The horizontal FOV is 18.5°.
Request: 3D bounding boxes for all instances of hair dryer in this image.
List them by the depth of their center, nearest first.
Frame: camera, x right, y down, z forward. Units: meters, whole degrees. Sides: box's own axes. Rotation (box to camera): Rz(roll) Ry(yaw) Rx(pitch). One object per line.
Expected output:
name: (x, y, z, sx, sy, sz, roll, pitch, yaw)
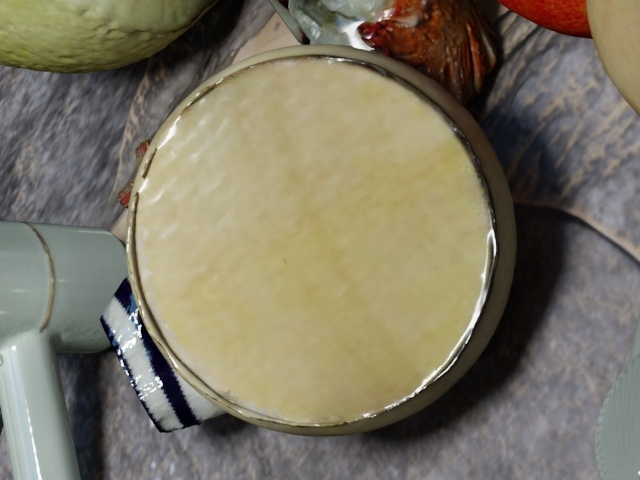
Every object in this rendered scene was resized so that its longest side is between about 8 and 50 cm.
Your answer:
hair dryer: (-0.213, 0.156, 1.551, 0.107, 0.173, 0.357, -28, 67, 43)

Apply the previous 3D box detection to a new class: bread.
bread: (-0.209, -0.292, 1.666, 0.237, 0.320, 0.321, -1, 66, 30)

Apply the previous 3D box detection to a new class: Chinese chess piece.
Chinese chess piece: (0.000, 0.000, 1.289, 0.257, 0.257, 0.104, -59, -6, 4)

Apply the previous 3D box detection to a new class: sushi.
sushi: (0.025, -0.187, 1.472, 0.130, 0.124, 0.332, -43, 36, 0)

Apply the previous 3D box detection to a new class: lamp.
lamp: (-0.132, -0.050, 1.651, 0.083, 0.031, 0.063, 16, 82, 49)

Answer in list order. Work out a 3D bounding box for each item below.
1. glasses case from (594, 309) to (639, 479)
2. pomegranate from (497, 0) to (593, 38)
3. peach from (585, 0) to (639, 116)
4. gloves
glasses case: (0.208, 0.107, 1.101, 0.128, 0.083, 0.308, -5, 64, 48)
pomegranate: (0.197, -0.243, 1.229, 0.256, 0.221, 0.221, -36, 44, 24)
peach: (0.285, -0.141, 1.019, 0.247, 0.292, 0.292, 117, 169, -74)
gloves: (-0.047, 0.038, 1.435, 0.218, 0.131, 0.140, -29, 31, -3)
